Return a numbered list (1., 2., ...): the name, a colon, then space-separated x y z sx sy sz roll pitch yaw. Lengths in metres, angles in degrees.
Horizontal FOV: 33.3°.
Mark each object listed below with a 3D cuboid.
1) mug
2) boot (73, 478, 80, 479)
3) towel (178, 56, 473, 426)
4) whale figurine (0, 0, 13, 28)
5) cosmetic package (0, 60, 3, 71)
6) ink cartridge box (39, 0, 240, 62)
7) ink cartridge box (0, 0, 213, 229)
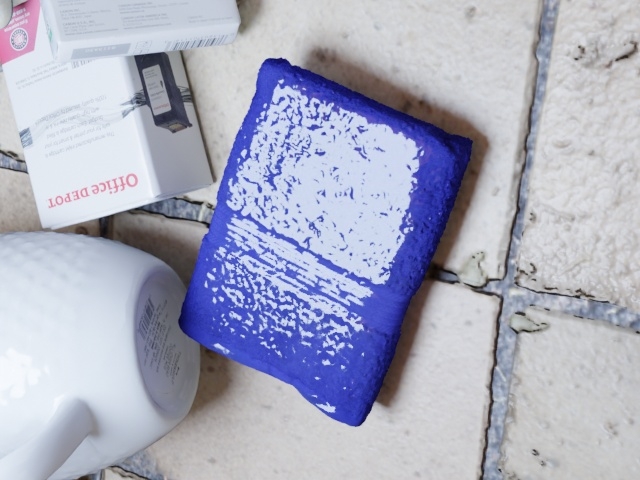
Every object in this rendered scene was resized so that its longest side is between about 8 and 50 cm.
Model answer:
1. mug: -0.316 0.149 1.088 0.328 0.374 0.276 -8 117 15
2. boot: -0.420 0.324 1.350 0.295 0.104 0.211 -21 88 30
3. towel: 0.000 0.000 1.038 0.227 0.076 0.308 27 113 18
4. whale figurine: -0.320 -0.351 1.095 0.216 0.141 0.272 19 91 -5
5. cosmetic package: -0.472 -0.251 1.205 0.183 0.151 0.151 -9 96 14
6. ink cartridge box: -0.190 -0.291 1.038 0.056 0.181 0.225 138 119 -65
7. ink cartridge box: -0.232 -0.146 1.132 0.172 0.100 0.237 -13 92 34
